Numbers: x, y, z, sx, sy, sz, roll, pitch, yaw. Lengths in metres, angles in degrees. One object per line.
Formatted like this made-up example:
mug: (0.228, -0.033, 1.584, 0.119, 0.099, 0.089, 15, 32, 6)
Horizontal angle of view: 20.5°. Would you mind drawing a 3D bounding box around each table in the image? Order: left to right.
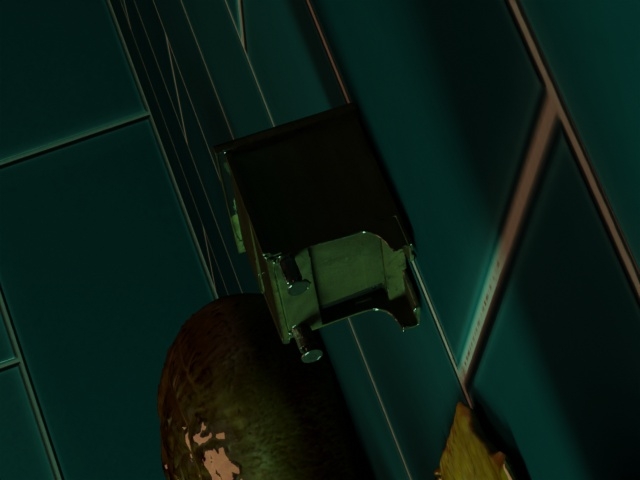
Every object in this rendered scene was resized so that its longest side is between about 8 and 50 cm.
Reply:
table: (0.000, 0.000, 0.829, 0.083, 0.070, 0.082, 81, 168, -55)

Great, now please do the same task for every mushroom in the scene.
mushroom: (-0.047, 0.170, 1.441, 0.253, 0.153, 0.253, 161, 90, -74)

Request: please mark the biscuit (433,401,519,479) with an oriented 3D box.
biscuit: (0.102, 0.192, 0.803, 0.237, 0.013, 0.232, 90, 160, -70)
